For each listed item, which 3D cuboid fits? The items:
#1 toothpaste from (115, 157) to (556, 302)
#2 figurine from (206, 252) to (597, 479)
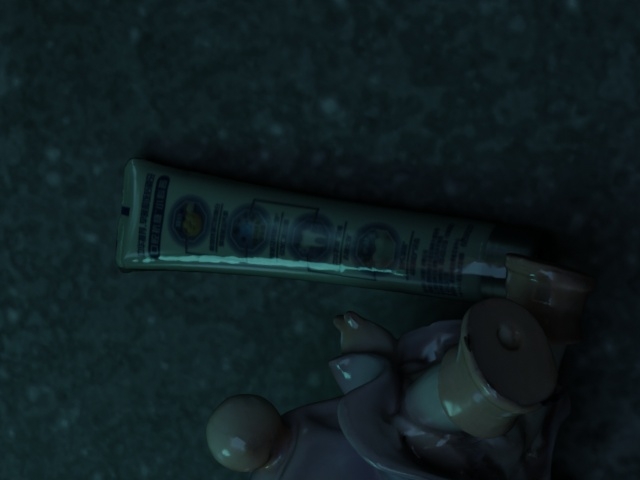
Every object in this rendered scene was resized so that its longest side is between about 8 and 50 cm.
[{"bbox_3d":[0.000,0.000,0.955,0.239,0.039,0.062,7,96,23],"label":"toothpaste"},{"bbox_3d":[0.045,0.120,0.897,0.200,0.133,0.276,16,131,-14],"label":"figurine"}]
